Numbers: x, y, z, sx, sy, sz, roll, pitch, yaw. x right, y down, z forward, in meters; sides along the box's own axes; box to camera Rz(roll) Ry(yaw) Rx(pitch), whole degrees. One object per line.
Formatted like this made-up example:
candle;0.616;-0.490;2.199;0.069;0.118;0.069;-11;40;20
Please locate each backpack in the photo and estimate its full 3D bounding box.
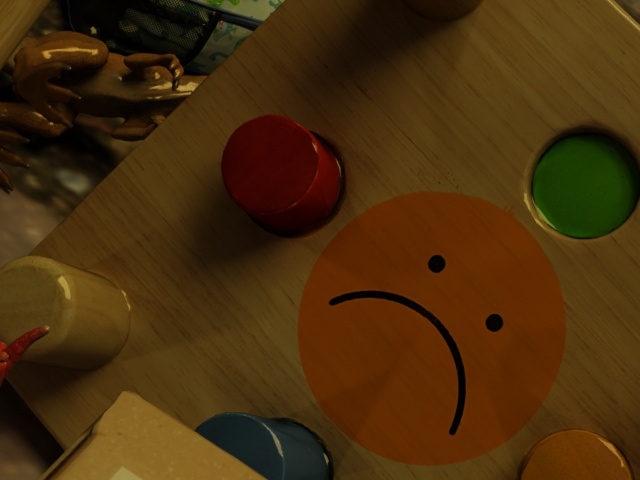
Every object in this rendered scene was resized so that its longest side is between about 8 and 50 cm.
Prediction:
backpack;-0.065;-0.136;0.878;0.114;0.084;0.105;17;39;-33

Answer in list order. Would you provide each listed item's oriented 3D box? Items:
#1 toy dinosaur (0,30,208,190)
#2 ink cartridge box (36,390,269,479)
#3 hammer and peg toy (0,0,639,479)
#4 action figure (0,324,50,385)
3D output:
toy dinosaur;-0.122;-0.075;0.776;0.211;0.064;0.112;18;28;10
ink cartridge box;-0.090;0.171;0.347;0.088;0.193;0.234;33;32;6
hammer and peg toy;0.000;0.000;0.625;0.361;0.266;0.127;47;5;17
action figure;-0.184;0.066;0.459;0.091;0.139;0.280;43;30;8
